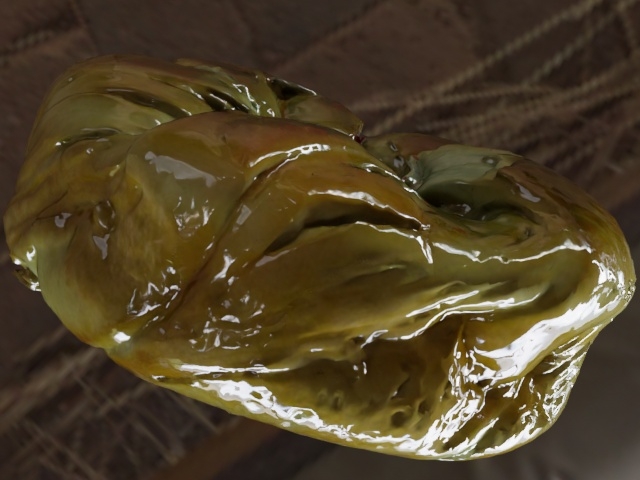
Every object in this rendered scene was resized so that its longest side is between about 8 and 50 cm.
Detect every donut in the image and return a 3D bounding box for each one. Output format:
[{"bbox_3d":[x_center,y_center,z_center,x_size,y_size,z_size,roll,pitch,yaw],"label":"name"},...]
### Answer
[{"bbox_3d":[0.000,0.000,1.140,0.360,0.360,0.170,10,105,-35],"label":"donut"}]
